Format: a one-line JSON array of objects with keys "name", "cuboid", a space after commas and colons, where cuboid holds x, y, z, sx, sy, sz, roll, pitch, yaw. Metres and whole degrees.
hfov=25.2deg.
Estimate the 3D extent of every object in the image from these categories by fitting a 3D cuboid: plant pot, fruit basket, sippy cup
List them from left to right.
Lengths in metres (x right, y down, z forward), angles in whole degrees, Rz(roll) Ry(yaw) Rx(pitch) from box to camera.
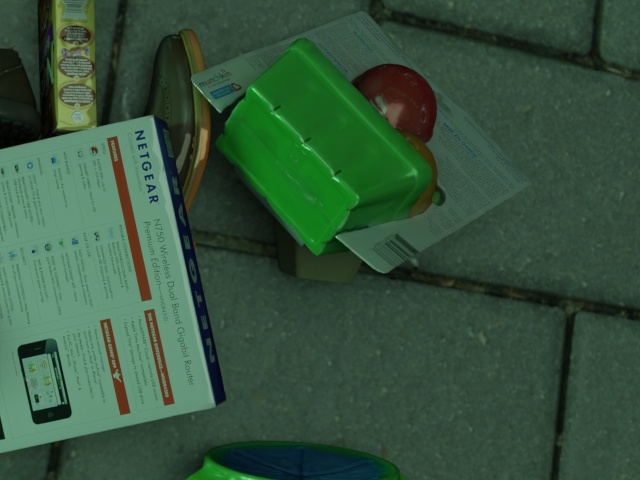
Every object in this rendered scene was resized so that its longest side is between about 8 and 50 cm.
[{"name": "sippy cup", "cuboid": [-0.031, 0.368, 1.676, 0.305, 0.240, 0.224, 6, 93, 4]}, {"name": "plant pot", "cuboid": [0.000, 0.000, 1.781, 0.109, 0.109, 0.096, 8, 93, -20]}, {"name": "fruit basket", "cuboid": [0.055, -0.124, 1.728, 0.327, 0.165, 0.353, 47, 36, 12]}]

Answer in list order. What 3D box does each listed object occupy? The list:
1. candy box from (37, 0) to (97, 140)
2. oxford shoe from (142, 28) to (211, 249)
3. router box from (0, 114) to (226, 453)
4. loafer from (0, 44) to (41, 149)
[{"name": "candy box", "cuboid": [-0.299, -0.212, 1.685, 0.053, 0.109, 0.186, -2, 85, -21]}, {"name": "oxford shoe", "cuboid": [-0.209, -0.080, 1.698, 0.133, 0.130, 0.363, 8, 82, -13]}, {"name": "router box", "cuboid": [-0.289, 0.055, 1.612, 0.301, 0.082, 0.335, -12, 88, 4]}, {"name": "loafer", "cuboid": [-0.497, -0.189, 1.614, 0.366, 0.134, 0.130, 12, 59, -28]}]
